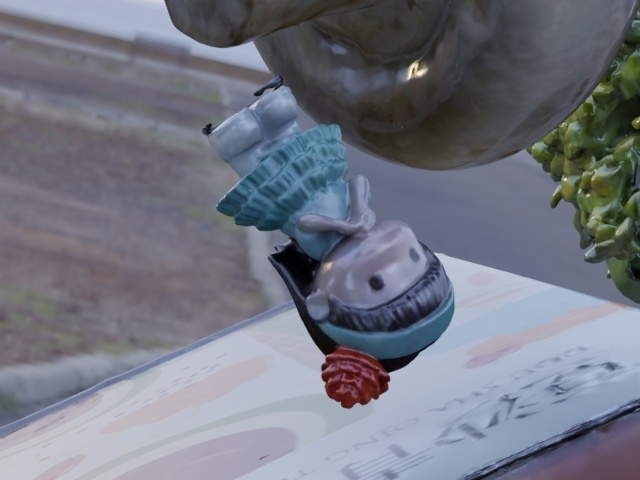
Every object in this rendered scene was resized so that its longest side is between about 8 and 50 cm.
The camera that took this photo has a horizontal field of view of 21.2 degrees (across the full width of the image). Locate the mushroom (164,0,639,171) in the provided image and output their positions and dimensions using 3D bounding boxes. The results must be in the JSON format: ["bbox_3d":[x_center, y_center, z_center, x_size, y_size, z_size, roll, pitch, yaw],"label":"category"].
[{"bbox_3d":[0.020,-0.124,0.688,0.207,0.207,0.215,19,27,41],"label":"mushroom"}]

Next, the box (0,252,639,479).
[{"bbox_3d":[-0.035,0.134,0.672,0.344,0.122,0.385,-24,9,-10],"label":"box"}]

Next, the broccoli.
[{"bbox_3d":[0.251,-0.030,1.060,0.242,0.273,0.180,11,32,-10],"label":"broccoli"}]

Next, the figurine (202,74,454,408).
[{"bbox_3d":[0.000,0.000,0.565,0.060,0.106,0.047,-35,0,-39],"label":"figurine"}]
